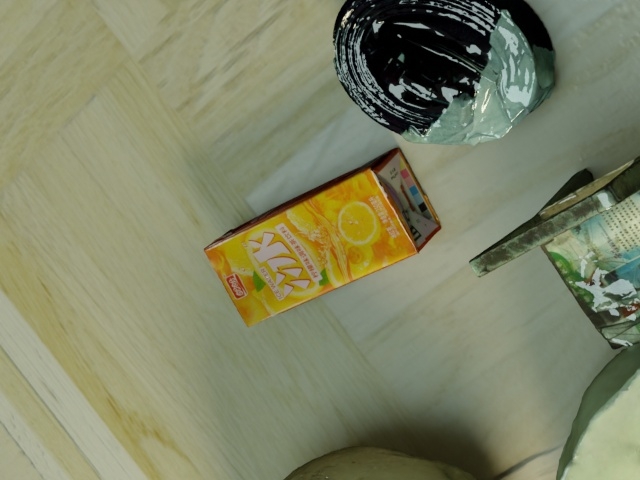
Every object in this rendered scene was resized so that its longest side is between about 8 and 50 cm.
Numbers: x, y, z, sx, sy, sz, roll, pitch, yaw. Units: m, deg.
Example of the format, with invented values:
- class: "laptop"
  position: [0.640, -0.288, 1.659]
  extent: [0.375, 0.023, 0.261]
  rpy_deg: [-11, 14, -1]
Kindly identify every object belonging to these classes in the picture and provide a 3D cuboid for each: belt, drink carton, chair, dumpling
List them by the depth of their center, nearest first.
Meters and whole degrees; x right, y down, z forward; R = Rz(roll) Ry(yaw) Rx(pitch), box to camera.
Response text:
- class: "chair"
  position: [0.252, 0.009, 1.066]
  extent: [0.136, 0.270, 0.147]
  rpy_deg: [-32, 92, 33]
- class: "dumpling"
  position: [0.298, 0.203, 1.168]
  extent: [0.270, 0.212, 0.321]
  rpy_deg: [-8, 100, -7]
- class: "belt"
  position: [0.110, -0.160, 1.189]
  extent: [0.198, 0.078, 0.151]
  rpy_deg: [18, 115, 20]
- class: "drink carton"
  position: [0.000, 0.000, 1.316]
  extent: [0.223, 0.071, 0.096]
  rpy_deg: [-25, 98, 33]

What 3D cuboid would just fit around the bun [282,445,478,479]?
- class: "bun"
  position: [0.075, 0.355, 1.324]
  extent: [0.326, 0.234, 0.362]
  rpy_deg: [50, 145, 22]
